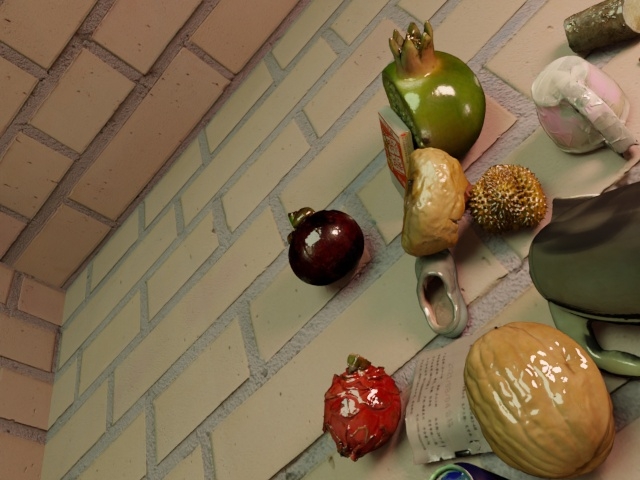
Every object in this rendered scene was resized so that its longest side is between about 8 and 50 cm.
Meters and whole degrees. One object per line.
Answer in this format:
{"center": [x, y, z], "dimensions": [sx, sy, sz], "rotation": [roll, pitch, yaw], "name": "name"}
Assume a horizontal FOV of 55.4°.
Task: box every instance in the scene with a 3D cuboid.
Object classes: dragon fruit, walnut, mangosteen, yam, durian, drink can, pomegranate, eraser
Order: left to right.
{"center": [0.008, 0.005, 1.612], "dimensions": [0.216, 0.216, 0.216], "rotation": [-32, 41, 33], "name": "mangosteen"}
{"center": [0.085, 0.349, 1.276], "dimensions": [0.172, 0.172, 0.209], "rotation": [-1, 71, 52], "name": "dragon fruit"}
{"center": [0.203, -0.207, 1.546], "dimensions": [0.038, 0.230, 0.157], "rotation": [-21, 38, -3], "name": "eraser"}
{"center": [0.284, -0.365, 1.484], "dimensions": [0.216, 0.358, 0.309], "rotation": [-18, 42, 1], "name": "pomegranate"}
{"center": [0.260, 0.422, 0.954], "dimensions": [0.118, 0.205, 0.118], "rotation": [-33, 40, 32], "name": "drink can"}
{"center": [0.389, -0.086, 1.286], "dimensions": [0.158, 0.137, 0.168], "rotation": [-18, 55, 16], "name": "durian"}
{"center": [0.344, 0.247, 0.975], "dimensions": [0.225, 0.225, 0.261], "rotation": [-42, 50, 21], "name": "walnut"}
{"center": [0.622, -0.475, 1.341], "dimensions": [0.183, 0.107, 0.107], "rotation": [-8, 57, 52], "name": "yam"}

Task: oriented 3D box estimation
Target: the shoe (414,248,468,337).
{"center": [0.249, 0.095, 1.338], "dimensions": [0.103, 0.100, 0.251], "rotation": [-38, 40, 27], "name": "shoe"}

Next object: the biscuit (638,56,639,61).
{"center": [0.701, -0.400, 1.250], "dimensions": [0.082, 0.016, 0.092], "rotation": [1, 65, 53], "name": "biscuit"}

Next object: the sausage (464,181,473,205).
{"center": [0.289, -0.086, 1.473], "dimensions": [0.169, 0.065, 0.065], "rotation": [-28, 43, 36], "name": "sausage"}

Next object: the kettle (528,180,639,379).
{"center": [0.499, 0.064, 0.978], "dimensions": [0.324, 0.228, 0.320], "rotation": [-16, 82, 51], "name": "kettle"}

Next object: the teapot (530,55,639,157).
{"center": [0.513, -0.261, 1.225], "dimensions": [0.163, 0.178, 0.221], "rotation": [-27, 45, 38], "name": "teapot"}

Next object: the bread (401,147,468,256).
{"center": [0.250, -0.085, 1.338], "dimensions": [0.244, 0.134, 0.244], "rotation": [8, -90, -86], "name": "bread"}

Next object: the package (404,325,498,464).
{"center": [0.262, 0.298, 1.191], "dimensions": [0.204, 0.062, 0.250], "rotation": [-26, 40, 36], "name": "package"}
